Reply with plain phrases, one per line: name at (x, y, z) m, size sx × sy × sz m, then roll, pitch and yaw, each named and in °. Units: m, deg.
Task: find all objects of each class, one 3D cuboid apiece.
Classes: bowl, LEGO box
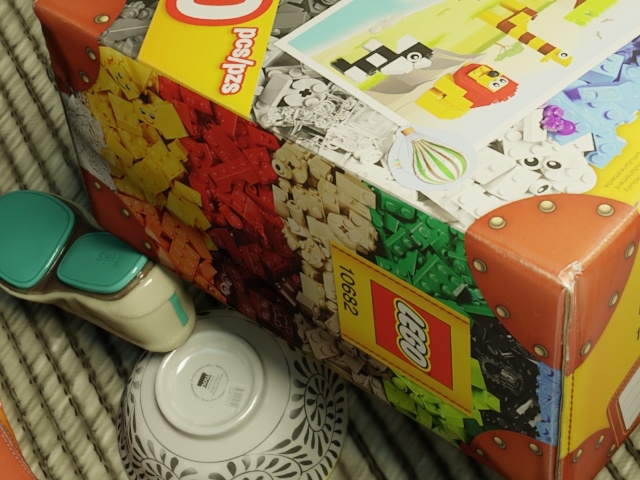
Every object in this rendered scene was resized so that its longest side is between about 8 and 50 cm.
bowl at (-0.069, 0.110, 0.964) m, size 0.170 × 0.080 × 0.170 m, roll -4°, pitch 66°, yaw 8°
LEGO box at (0.140, -0.136, 0.878) m, size 0.372 × 0.193 × 0.500 m, roll 29°, pitch 55°, yaw 30°

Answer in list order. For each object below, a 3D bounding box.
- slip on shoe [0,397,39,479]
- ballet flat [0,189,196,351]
slip on shoe at (-0.247, 0.163, 0.945) m, size 0.123 × 0.101 × 0.331 m, roll -18°, pitch 62°, yaw -22°
ballet flat at (-0.167, 0.025, 1.006) m, size 0.086 × 0.086 × 0.248 m, roll -51°, pitch 36°, yaw -14°
